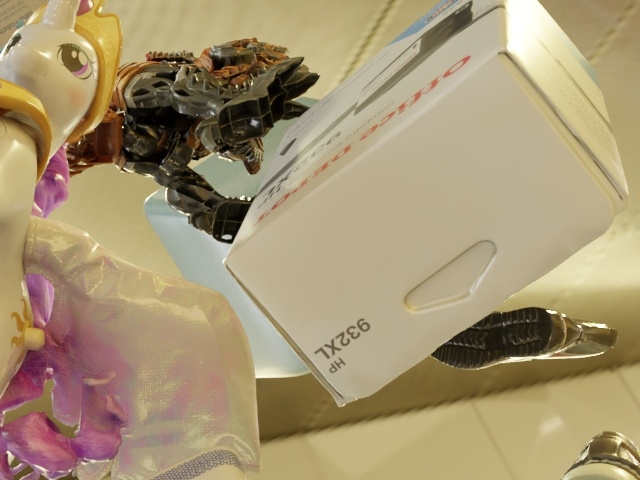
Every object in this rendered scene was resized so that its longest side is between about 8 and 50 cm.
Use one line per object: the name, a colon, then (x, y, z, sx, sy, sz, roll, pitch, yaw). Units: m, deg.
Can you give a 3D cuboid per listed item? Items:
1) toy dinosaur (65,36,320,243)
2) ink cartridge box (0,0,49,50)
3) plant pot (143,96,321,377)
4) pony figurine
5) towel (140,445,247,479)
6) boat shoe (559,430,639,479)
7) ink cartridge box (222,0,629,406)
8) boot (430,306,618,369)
toy dinosaur: (-0.120, -0.090, 1.269, 0.322, 0.218, 0.164, -43, -39, -26)
ink cartridge box: (-0.340, -0.308, 1.552, 0.234, 0.088, 0.193, -21, -63, 36)
plant pot: (0.000, 0.000, 1.624, 0.247, 0.248, 0.252, -35, 16, -20)
pony figurine: (-0.184, 0.033, 0.798, 0.302, 0.363, 0.351, 10, -69, 7)
towel: (-0.106, 0.221, 0.702, 0.209, 0.285, 0.034, -27, -61, 0)
boat shoe: (0.197, 0.230, 0.926, 0.081, 0.228, 0.069, -5, 19, 22)
ink cartridge box: (0.075, -0.054, 1.015, 0.223, 0.129, 0.307, -37, 12, 17)
boot: (0.230, 0.117, 1.724, 0.137, 0.077, 0.198, 9, -5, -44)
